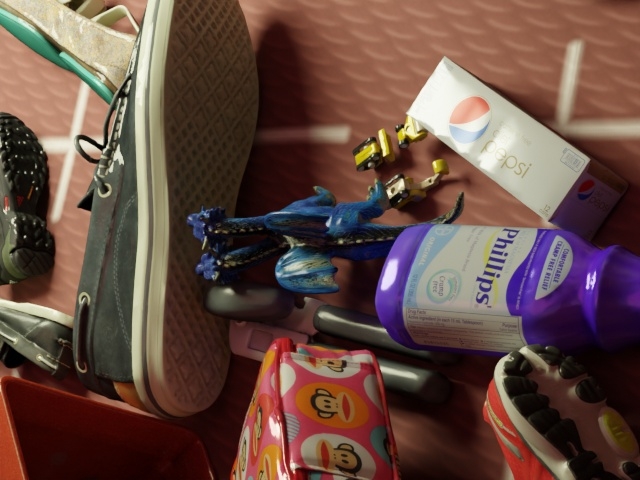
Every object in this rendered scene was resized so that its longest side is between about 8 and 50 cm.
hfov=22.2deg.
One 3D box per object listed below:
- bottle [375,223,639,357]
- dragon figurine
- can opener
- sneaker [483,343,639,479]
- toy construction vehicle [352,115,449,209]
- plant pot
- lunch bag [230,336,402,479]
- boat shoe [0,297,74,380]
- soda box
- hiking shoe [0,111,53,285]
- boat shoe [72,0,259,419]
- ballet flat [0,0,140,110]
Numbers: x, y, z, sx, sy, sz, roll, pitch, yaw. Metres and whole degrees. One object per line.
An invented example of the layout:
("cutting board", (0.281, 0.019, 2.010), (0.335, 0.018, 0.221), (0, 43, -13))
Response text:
("bottle", (0.191, 0.047, 1.425), (0.283, 0.092, 0.118), (4, 55, 32))
("dragon figurine", (0.000, 0.000, 1.573), (0.289, 0.144, 0.085), (5, 112, 42))
("can opener", (0.000, 0.094, 1.587), (0.283, 0.095, 0.076), (11, 83, 42))
("sneaker", (0.229, 0.217, 1.357), (0.279, 0.107, 0.118), (61, 155, 22))
("toy construction vehicle", (0.082, -0.077, 1.623), (0.098, 0.035, 0.085), (-38, 52, 35))
("plant pot", (-0.253, 0.331, 1.596), (0.236, 0.267, 0.267), (-43, 48, 23))
("lunch bag", (-0.017, 0.256, 1.448), (0.293, 0.120, 0.258), (-96, 18, -59))
("boat shoe", (-0.368, 0.107, 1.908), (0.233, 0.084, 0.079), (11, 82, 39))
("soda box", (0.180, -0.086, 1.512), (0.069, 0.074, 0.216), (-56, 48, 10))
("hiking shoe", (-0.396, -0.048, 1.985), (0.114, 0.086, 0.226), (-24, 61, 29))
("boat shoe", (-0.176, -0.060, 1.739), (0.156, 0.187, 0.500), (-3, 78, 34))
("ballet flat", (-0.284, -0.250, 1.968), (0.106, 0.107, 0.316), (-47, 52, -9))
